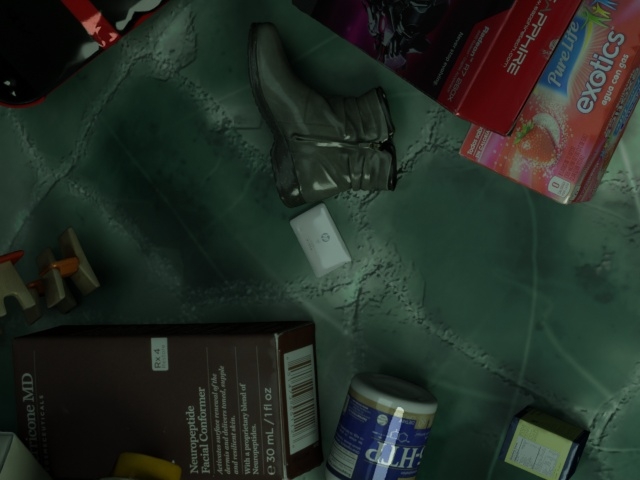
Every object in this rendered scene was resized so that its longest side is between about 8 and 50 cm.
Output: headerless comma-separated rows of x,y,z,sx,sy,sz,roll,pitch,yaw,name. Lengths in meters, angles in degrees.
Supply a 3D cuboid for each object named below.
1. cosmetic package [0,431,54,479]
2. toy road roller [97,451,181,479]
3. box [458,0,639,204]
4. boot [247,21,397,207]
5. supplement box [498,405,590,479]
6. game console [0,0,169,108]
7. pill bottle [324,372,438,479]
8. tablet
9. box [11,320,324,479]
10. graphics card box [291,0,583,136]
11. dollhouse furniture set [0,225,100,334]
-0.409,0.378,1.866,0.153,0.296,0.129,-4,49,22,cosmetic package
-0.183,0.414,1.789,0.241,0.329,0.202,14,63,-6,toy road roller
0.296,-0.204,1.653,0.142,0.154,0.299,27,103,18,box
0.008,-0.168,1.810,0.161,0.083,0.246,-14,94,14,boot
0.267,0.243,1.723,0.083,0.083,0.056,22,100,17,supplement box
-0.390,-0.386,1.830,0.342,0.060,0.386,-37,117,7,game console
0.067,0.267,1.784,0.112,0.112,0.186,19,100,18,pill bottle
0.000,0.000,1.851,0.054,0.006,0.083,-29,83,19,tablet
-0.198,0.204,1.867,0.382,0.143,0.191,-3,92,22,box
0.134,-0.298,1.646,0.371,0.094,0.232,44,111,49,graphics card box
-0.470,0.070,1.912,0.259,0.262,0.135,-35,77,50,dollhouse furniture set
